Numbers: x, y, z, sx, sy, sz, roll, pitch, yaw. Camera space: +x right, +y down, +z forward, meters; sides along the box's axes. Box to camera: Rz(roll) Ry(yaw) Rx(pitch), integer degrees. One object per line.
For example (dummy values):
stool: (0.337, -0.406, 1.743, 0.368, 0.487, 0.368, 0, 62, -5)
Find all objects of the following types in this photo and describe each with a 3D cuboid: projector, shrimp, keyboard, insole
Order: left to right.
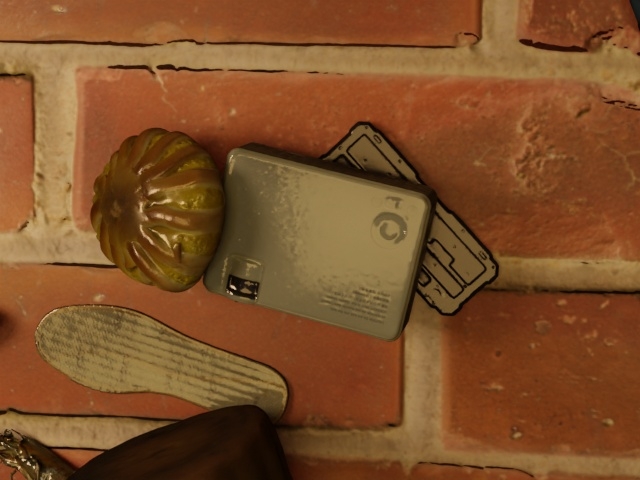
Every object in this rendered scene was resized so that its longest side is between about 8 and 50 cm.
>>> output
shrimp: (-0.383, 0.344, 1.734, 0.217, 0.051, 0.150, 40, 74, 7)
insole: (-0.209, 0.163, 1.733, 0.348, 0.009, 0.119, 18, 97, 6)
projector: (0.000, 0.000, 1.632, 0.256, 0.099, 0.192, 14, 102, 9)
keyboard: (0.106, -0.026, 1.668, 0.106, 0.016, 0.262, -42, 89, 9)

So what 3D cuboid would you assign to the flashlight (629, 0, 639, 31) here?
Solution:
flashlight: (0.391, -0.333, 1.562, 0.103, 0.103, 0.424, -19, 92, 9)

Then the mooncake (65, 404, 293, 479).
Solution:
mooncake: (-0.171, 0.325, 1.610, 0.290, 0.290, 0.161, -19, 98, 9)

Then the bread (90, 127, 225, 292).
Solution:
bread: (-0.204, -0.040, 1.621, 0.213, 0.104, 0.213, -9, 78, 47)
